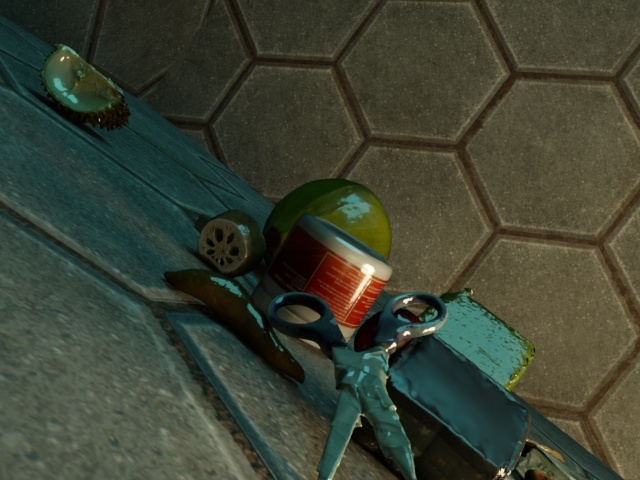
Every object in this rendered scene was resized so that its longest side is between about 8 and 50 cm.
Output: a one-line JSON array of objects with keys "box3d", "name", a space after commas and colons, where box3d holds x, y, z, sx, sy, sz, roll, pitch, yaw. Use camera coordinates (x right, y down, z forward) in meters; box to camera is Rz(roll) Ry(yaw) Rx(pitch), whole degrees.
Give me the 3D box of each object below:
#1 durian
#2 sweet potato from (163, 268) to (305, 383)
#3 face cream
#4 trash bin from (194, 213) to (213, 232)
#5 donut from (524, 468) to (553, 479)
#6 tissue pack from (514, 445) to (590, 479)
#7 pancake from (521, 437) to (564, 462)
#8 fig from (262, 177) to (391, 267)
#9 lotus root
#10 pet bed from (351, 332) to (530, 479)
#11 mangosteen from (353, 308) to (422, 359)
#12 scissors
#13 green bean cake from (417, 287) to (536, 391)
[{"box3d": [-0.581, -0.359, 1.655, 0.252, 0.139, 0.144, 38, 8, 3], "name": "durian"}, {"box3d": [-0.110, 0.108, 0.963, 0.249, 0.059, 0.069, 41, 24, 4], "name": "sweet potato"}, {"box3d": [0.004, 0.074, 1.245, 0.201, 0.187, 0.201, 32, 7, -4], "name": "face cream"}, {"box3d": [-0.223, -0.014, 1.475, 0.092, 0.043, 0.061, 35, 3, 28], "name": "trash bin"}, {"box3d": [0.378, 0.447, 1.044, 0.217, 0.085, 0.141, 38, 4, 6], "name": "donut"}, {"box3d": [0.529, 0.533, 1.367, 0.257, 0.081, 0.185, 36, 4, -34], "name": "tissue pack"}, {"box3d": [0.439, 0.451, 1.494, 0.199, 0.021, 0.199, 23, -19, 9], "name": "pancake"}, {"box3d": [0.000, 0.000, 1.559, 0.316, 0.316, 0.316, 37, 4, -3], "name": "fig"}, {"box3d": [-0.164, 0.004, 1.249, 0.122, 0.112, 0.081, 39, 11, 14], "name": "lotus root"}, {"box3d": [0.154, 0.256, 0.930, 0.211, 0.159, 0.183, 37, 33, 11], "name": "pet bed"}, {"box3d": [0.158, 0.217, 1.334, 0.181, 0.145, 0.156, 39, 2, 24], "name": "mangosteen"}, {"box3d": [0.044, 0.162, 0.829, 0.256, 0.029, 0.383, 1, 26, 3], "name": "scissors"}, {"box3d": [0.313, 0.260, 1.506, 0.250, 0.156, 0.247, 37, 43, 21], "name": "green bean cake"}]
